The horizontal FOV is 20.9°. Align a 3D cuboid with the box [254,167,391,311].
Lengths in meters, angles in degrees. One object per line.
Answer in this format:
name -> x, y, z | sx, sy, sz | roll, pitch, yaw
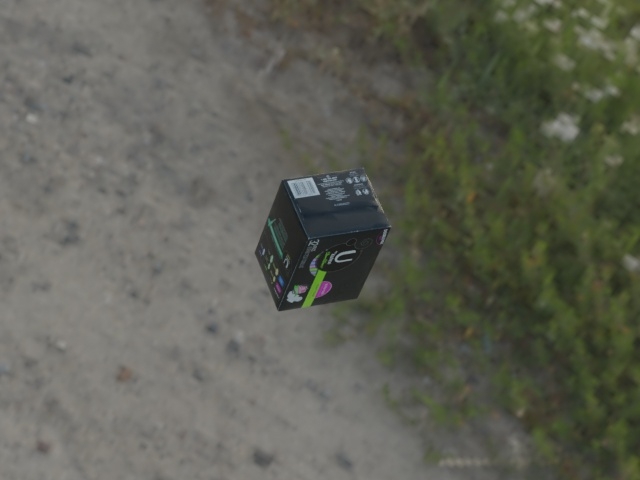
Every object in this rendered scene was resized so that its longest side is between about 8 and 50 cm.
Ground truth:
box -> 0.000, 0.000, 1.144 | 0.062, 0.083, 0.052 | -9, 56, -24
